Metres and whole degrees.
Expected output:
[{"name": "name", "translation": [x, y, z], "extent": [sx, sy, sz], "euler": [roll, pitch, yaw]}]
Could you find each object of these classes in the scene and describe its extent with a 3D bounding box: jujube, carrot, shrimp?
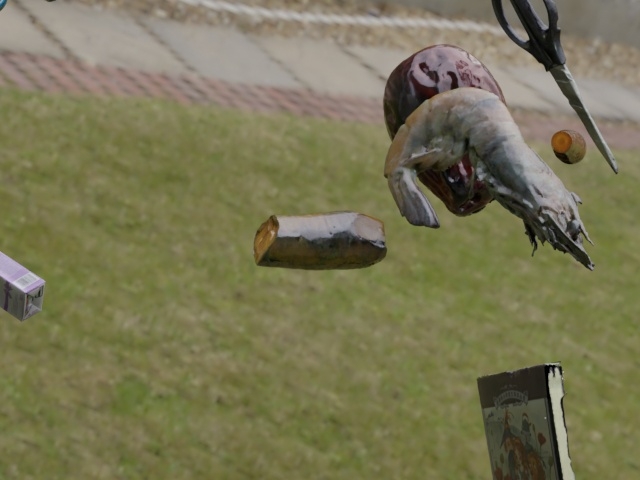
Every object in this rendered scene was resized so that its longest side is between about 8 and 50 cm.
[{"name": "jujube", "translation": [0.181, -0.152, 1.978], "extent": [0.168, 0.168, 0.236], "euler": [1, 64, -46]}, {"name": "carrot", "translation": [0.231, -0.089, 1.342], "extent": [0.032, 0.032, 0.093], "euler": [30, 7, 15]}, {"name": "shrimp", "translation": [0.180, -0.048, 1.594], "extent": [0.296, 0.169, 0.058], "euler": [56, 10, 33]}, {"name": "carrot", "translation": [0.000, 0.000, 1.881], "extent": [0.173, 0.082, 0.082], "euler": [2, 27, -18]}]

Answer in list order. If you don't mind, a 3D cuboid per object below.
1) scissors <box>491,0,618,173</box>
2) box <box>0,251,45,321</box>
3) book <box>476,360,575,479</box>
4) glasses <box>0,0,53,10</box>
[{"name": "scissors", "translation": [0.319, -0.218, 1.888], "extent": [0.022, 0.109, 0.300], "euler": [-34, 95, -26]}, {"name": "box", "translation": [-0.389, 0.047, 1.737], "extent": [0.117, 0.050, 0.036], "euler": [29, 36, 23]}, {"name": "book", "translation": [0.186, 0.227, 1.252], "extent": [0.026, 0.231, 0.157], "euler": [-6, -9, -17]}, {"name": "glasses", "translation": [-0.306, -0.220, 1.196], "extent": [0.102, 0.207, 0.239], "euler": [63, 21, -9]}]
